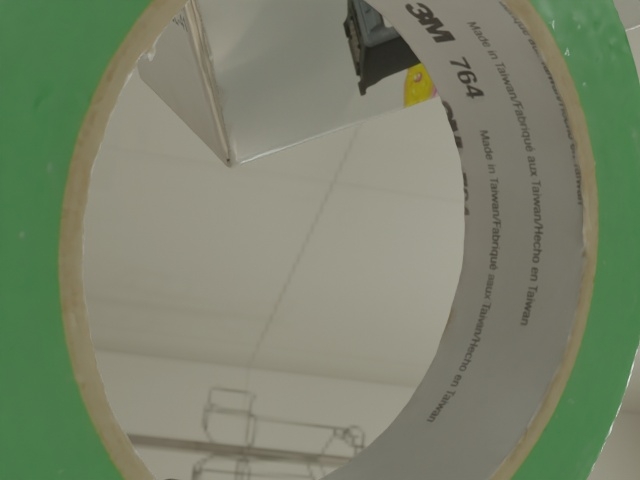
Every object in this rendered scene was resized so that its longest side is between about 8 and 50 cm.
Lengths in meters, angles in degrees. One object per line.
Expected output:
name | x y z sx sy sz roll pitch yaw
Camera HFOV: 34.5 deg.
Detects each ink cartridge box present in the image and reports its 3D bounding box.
ink cartridge box | 0.031 -0.181 0.683 0.226 0.306 0.131 44 -29 58

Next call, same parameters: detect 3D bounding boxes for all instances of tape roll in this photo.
tape roll | 0.000 0.000 0.396 0.077 0.321 0.321 7 -91 55

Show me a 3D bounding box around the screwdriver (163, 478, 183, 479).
screwdriver | -0.016 0.149 0.567 0.025 0.169 0.024 -68 150 -44
